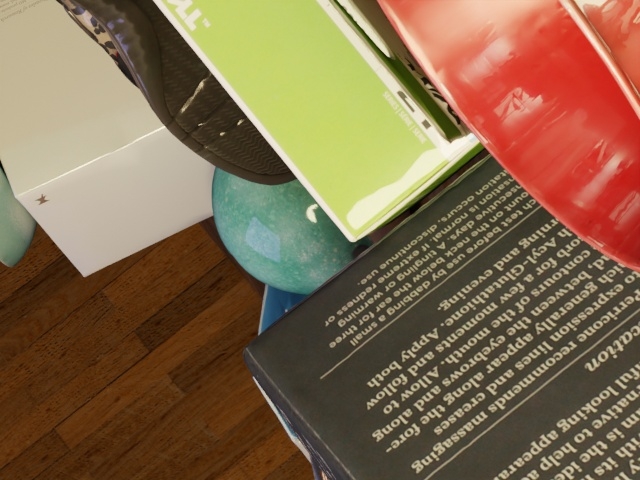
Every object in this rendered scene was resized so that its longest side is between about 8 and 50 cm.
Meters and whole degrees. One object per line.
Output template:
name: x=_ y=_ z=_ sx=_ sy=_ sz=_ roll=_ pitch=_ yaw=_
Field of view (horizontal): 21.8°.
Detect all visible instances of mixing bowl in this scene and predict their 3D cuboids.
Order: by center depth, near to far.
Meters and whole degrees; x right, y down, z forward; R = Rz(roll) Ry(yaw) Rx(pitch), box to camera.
mixing bowl: x=0.092 y=-0.088 z=0.542 sx=0.181 sy=0.098 sz=0.181 roll=51 pitch=172 yaw=10

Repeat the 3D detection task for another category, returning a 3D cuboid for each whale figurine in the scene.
whale figurine: x=0.000 y=0.000 z=1.427 sx=0.216 sy=0.141 sz=0.272 roll=46 pitch=172 yaw=36

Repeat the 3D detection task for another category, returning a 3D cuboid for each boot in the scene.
boot: x=-0.149 y=-0.224 z=1.267 sx=0.377 sy=0.138 sz=0.284 roll=40 pitch=-172 yaw=-34

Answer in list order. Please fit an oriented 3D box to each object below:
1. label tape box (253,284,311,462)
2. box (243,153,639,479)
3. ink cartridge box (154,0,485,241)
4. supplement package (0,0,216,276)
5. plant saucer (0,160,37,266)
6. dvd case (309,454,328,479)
label tape box: x=0.080 y=0.165 z=1.532 sx=0.348 sy=0.115 sz=0.249 roll=57 pitch=-163 yaw=-23
box: x=0.180 y=0.176 z=0.865 sx=0.395 sy=0.212 sz=0.293 roll=45 pitch=170 yaw=52
ink cartridge box: x=-0.008 y=-0.098 z=0.863 sx=0.189 sy=0.097 sz=0.255 roll=51 pitch=-167 yaw=3
supplement package: x=-0.200 y=-0.148 z=1.500 sx=0.198 sy=0.199 sz=0.263 roll=67 pitch=177 yaw=-67
plant saucer: x=-0.324 y=-0.128 z=1.479 sx=0.317 sy=0.043 sz=0.318 roll=155 pitch=90 yaw=-88
dvd case: x=0.052 y=0.129 z=1.132 sx=0.238 sy=0.029 sz=0.179 roll=-14 pitch=-88 yaw=-67
